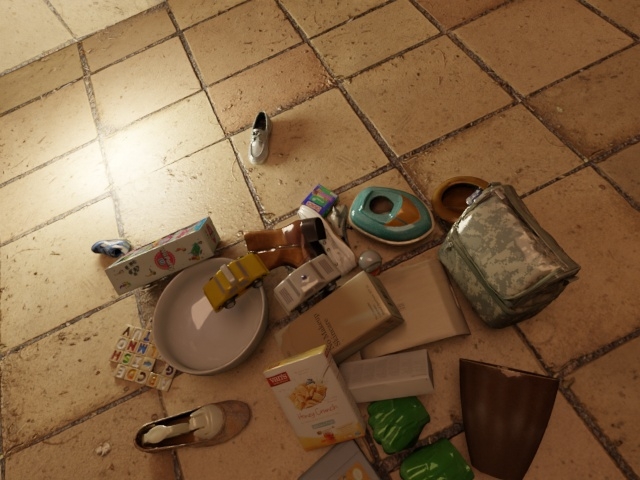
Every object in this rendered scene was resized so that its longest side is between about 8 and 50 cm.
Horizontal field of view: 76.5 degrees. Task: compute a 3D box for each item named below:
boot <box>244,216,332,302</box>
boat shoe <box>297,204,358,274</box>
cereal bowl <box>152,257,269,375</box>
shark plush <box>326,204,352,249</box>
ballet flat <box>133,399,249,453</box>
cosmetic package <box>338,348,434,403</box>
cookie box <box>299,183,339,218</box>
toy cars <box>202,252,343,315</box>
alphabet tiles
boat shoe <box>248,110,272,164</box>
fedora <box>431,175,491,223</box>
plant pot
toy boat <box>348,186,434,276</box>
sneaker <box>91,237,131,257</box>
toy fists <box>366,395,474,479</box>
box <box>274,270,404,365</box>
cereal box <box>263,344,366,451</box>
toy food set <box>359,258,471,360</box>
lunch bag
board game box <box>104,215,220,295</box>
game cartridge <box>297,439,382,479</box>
[{"bbox_3d":[-0.109,0.078,1.237,0.280,0.096,0.264,-13,90,26],"label":"boot"},{"bbox_3d":[0.000,0.000,1.279,0.096,0.098,0.277,-38,64,-9],"label":"boat shoe"},{"bbox_3d":[-0.305,0.230,1.197,0.339,0.141,0.339,-5,62,10],"label":"cereal bowl"},{"bbox_3d":[0.076,-0.049,1.316,0.067,0.073,0.161,-3,52,-24],"label":"shark plush"},{"bbox_3d":[-0.349,0.503,1.084,0.316,0.106,0.107,-19,61,1],"label":"ballet flat"},{"bbox_3d":[0.162,0.350,1.035,0.239,0.060,0.099,-15,22,18],"label":"cosmetic package"},{"bbox_3d":[-0.003,-0.126,1.377,0.092,0.040,0.107,34,75,24],"label":"cookie box"},{"bbox_3d":[-0.140,0.107,1.099,0.393,0.087,0.176,0,64,11],"label":"toy cars"},{"bbox_3d":[-0.536,0.341,1.263,0.237,0.009,0.198,9,65,15],"label":"alphabet tiles"},{"bbox_3d":[-0.236,-0.395,1.542,0.079,0.081,0.227,0,63,12],"label":"boat shoe"},{"bbox_3d":[0.444,-0.110,1.255,0.194,0.079,0.194,-10,58,15],"label":"fedora"},{"bbox_3d":[0.419,0.411,0.935,0.215,0.215,0.230,8,79,15],"label":"plant pot"},{"bbox_3d":[0.195,-0.028,1.225,0.267,0.148,0.318,16,67,19],"label":"toy boat"},{"bbox_3d":[-0.749,0.032,1.444,0.144,0.053,0.059,-10,63,7],"label":"sneaker"},{"bbox_3d":[0.223,0.498,0.978,0.142,0.096,0.279,-28,59,-18],"label":"toy fists"},{"bbox_3d":[0.047,0.232,1.082,0.311,0.121,0.148,-38,61,13],"label":"box"},{"bbox_3d":[-0.013,0.394,1.009,0.173,0.047,0.240,-25,98,18],"label":"cereal box"},{"bbox_3d":[0.233,0.200,1.144,0.306,0.092,0.220,-19,63,10],"label":"toy food set"},{"bbox_3d":[0.479,0.033,1.045,0.212,0.256,0.305,-12,57,-22],"label":"lunch bag"},{"bbox_3d":[-0.483,0.041,1.287,0.303,0.224,0.097,-23,105,-2],"label":"board game box"},{"bbox_3d":[0.071,0.614,0.909,0.198,0.062,0.297,-35,38,-12],"label":"game cartridge"}]
